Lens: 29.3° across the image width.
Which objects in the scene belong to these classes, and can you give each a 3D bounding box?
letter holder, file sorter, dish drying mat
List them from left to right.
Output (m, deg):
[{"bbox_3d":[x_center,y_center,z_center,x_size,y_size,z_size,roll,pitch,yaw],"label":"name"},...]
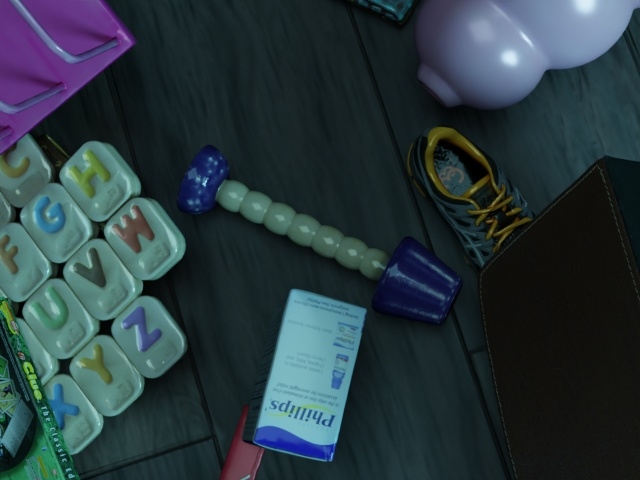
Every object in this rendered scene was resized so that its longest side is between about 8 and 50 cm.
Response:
[{"bbox_3d":[-0.350,-0.154,1.050,0.290,0.182,0.202,-36,98,14],"label":"file sorter"},{"bbox_3d":[-0.070,0.198,1.144,0.032,0.008,0.083,17,80,10],"label":"dish drying mat"},{"bbox_3d":[0.262,0.121,0.996,0.152,0.214,0.302,6,58,-27],"label":"letter holder"}]

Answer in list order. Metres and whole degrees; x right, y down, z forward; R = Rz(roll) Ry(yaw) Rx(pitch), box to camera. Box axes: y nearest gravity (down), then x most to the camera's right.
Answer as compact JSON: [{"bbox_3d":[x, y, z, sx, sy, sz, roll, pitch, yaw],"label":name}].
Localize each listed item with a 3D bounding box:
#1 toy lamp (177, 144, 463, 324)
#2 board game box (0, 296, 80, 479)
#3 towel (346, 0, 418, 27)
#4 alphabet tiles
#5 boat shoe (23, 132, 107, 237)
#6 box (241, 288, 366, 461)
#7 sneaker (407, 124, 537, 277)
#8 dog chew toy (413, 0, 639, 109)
[{"bbox_3d":[0.000,0.000,1.146,0.274,0.080,0.080,24,81,12],"label":"toy lamp"},{"bbox_3d":[-0.300,0.197,1.129,0.136,0.030,0.260,-26,81,14],"label":"board game box"},{"bbox_3d":[-0.016,-0.408,1.254,0.370,0.040,0.271,28,83,10],"label":"towel"},{"bbox_3d":[-0.261,0.046,1.144,0.284,0.021,0.278,-42,76,14],"label":"alphabet tiles"},{"bbox_3d":[-0.218,-0.045,1.181,0.178,0.064,0.060,30,84,13],"label":"boat shoe"},{"bbox_3d":[-0.016,0.122,1.091,0.072,0.126,0.137,15,80,-5],"label":"box"},{"bbox_3d":[0.157,-0.021,1.133,0.084,0.083,0.215,-42,79,-6],"label":"sneaker"},{"bbox_3d":[0.217,-0.255,1.125,0.332,0.206,0.206,-45,78,3],"label":"dog chew toy"}]
